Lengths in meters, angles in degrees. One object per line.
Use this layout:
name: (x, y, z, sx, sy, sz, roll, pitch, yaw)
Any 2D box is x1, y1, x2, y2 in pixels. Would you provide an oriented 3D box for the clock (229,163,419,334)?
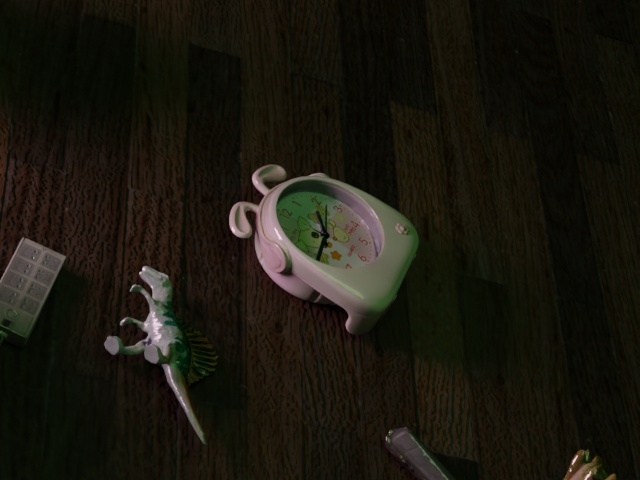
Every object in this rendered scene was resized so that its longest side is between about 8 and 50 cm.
clock: (0.000, 0.000, 1.785, 0.191, 0.062, 0.151, 30, 43, 0)

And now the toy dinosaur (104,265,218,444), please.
toy dinosaur: (-0.135, 0.106, 1.631, 0.187, 0.044, 0.106, 46, 29, 16)

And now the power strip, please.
power strip: (-0.279, 0.052, 1.610, 0.051, 0.019, 0.136, 27, 43, -7)

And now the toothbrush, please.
toothbrush: (0.167, 0.288, 1.639, 0.030, 0.030, 0.297, -32, 70, -35)

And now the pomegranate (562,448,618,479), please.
pomegranate: (0.206, 0.328, 1.445, 0.204, 0.276, 0.222, 49, 27, 21)
